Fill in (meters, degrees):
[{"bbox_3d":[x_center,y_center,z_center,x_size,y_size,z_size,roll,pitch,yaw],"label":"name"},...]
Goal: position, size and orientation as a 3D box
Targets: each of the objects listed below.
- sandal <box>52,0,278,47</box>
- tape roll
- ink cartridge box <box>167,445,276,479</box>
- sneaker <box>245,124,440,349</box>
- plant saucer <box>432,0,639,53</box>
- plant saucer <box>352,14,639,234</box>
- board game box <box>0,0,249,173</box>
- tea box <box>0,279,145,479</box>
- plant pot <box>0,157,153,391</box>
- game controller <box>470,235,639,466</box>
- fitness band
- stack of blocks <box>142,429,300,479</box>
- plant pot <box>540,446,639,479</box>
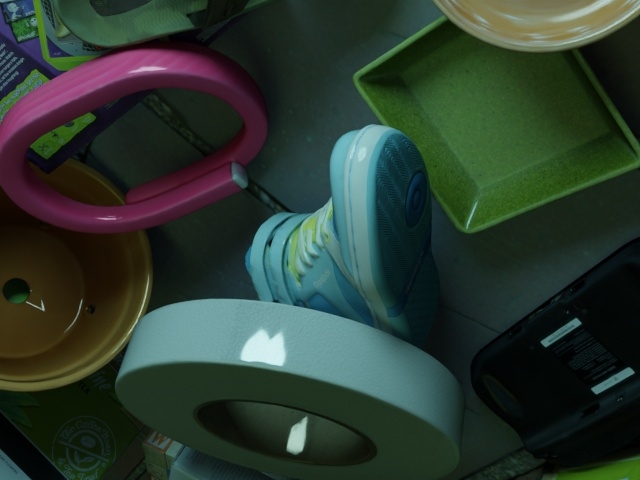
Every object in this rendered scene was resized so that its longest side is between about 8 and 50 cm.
[{"bbox_3d":[-0.096,-0.218,0.624,0.302,0.086,0.120,-18,125,26],"label":"sandal"},{"bbox_3d":[-0.033,0.187,0.873,0.391,0.072,0.392,10,149,6],"label":"tape roll"},{"bbox_3d":[-0.084,0.465,1.149,0.330,0.071,0.324,26,134,7],"label":"ink cartridge box"},{"bbox_3d":[0.000,0.000,0.766,0.208,0.127,0.319,16,147,23],"label":"sneaker"},{"bbox_3d":[0.158,-0.233,0.537,0.199,0.037,0.200,5,109,16],"label":"plant saucer"},{"bbox_3d":[0.153,-0.115,0.669,0.188,0.045,0.188,-25,108,43],"label":"plant saucer"},{"bbox_3d":[-0.239,-0.217,0.738,0.346,0.056,0.208,-29,131,30],"label":"board game box"},{"bbox_3d":[-0.480,0.252,1.170,0.220,0.323,0.329,-26,109,43],"label":"tea box"},{"bbox_3d":[-0.384,0.053,1.002,0.291,0.291,0.203,47,151,-9],"label":"plant pot"},{"bbox_3d":[0.286,0.122,0.777,0.166,0.067,0.319,50,136,9],"label":"game controller"},{"bbox_3d":[-0.193,-0.095,0.799,0.290,0.054,0.209,-21,145,18],"label":"fitness band"},{"bbox_3d":[-0.129,0.397,1.233,0.297,0.087,0.171,19,133,18],"label":"stack of blocks"},{"bbox_3d":[0.334,0.349,0.812,0.228,0.227,0.207,-30,99,44],"label":"plant pot"}]
